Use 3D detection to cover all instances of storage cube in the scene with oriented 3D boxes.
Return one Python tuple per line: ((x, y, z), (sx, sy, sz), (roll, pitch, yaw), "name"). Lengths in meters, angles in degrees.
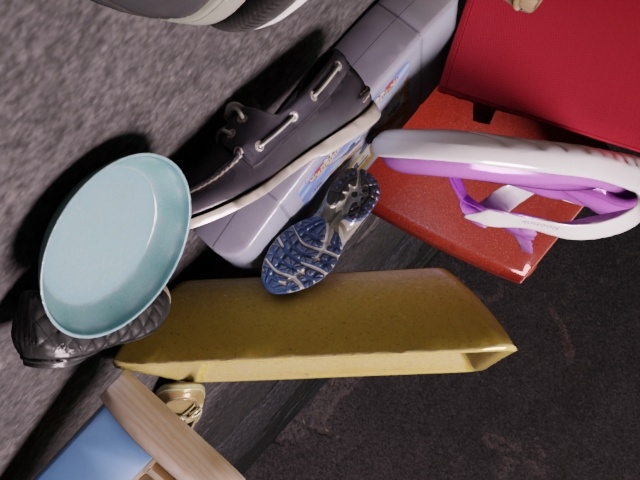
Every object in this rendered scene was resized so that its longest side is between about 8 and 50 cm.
((0.238, -0.195, 0.891), (0.184, 0.193, 0.215), (-23, 131, -74), "storage cube")

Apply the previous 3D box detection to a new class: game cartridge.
((0.015, -0.094, 0.842), (0.297, 0.062, 0.198), (-50, 174, -3), "game cartridge")

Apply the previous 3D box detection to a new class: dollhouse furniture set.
((-0.168, 0.288, 0.680), (0.198, 0.286, 0.303), (-46, -177, 18), "dollhouse furniture set")

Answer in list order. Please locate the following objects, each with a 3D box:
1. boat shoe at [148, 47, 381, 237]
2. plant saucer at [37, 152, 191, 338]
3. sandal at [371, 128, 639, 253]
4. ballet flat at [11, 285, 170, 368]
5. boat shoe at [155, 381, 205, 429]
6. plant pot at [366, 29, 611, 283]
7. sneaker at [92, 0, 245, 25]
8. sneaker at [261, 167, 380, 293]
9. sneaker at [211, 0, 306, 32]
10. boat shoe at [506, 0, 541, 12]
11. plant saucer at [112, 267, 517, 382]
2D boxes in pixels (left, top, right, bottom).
((-0.049, -0.070, 0.675), (0.206, 0.065, 0.075), (-33, -161, -27), "boat shoe")
((-0.125, 0.000, 0.573), (0.119, 0.021, 0.119), (-41, 145, -38), "plant saucer")
((0.227, -0.036, 0.918), (0.416, 0.169, 0.102), (6, 91, -37), "sandal")
((-0.144, 0.043, 0.643), (0.173, 0.057, 0.049), (-30, 125, -73), "ballet flat")
((-0.160, 0.198, 1.074), (0.056, 0.048, 0.153), (3, 151, -19), "boat shoe")
((0.214, -0.090, 1.194), (0.267, 0.236, 0.267), (-53, 169, 8), "plant pot")
((-0.037, -0.168, 0.274), (0.118, 0.083, 0.222), (-7, 128, -54), "sneaker")
((0.000, 0.000, 0.828), (0.135, 0.052, 0.058), (-45, 175, -19), "sneaker")
((0.053, -0.203, 0.395), (0.281, 0.106, 0.162), (-24, -161, 36), "sneaker")
((0.172, -0.235, 0.633), (0.121, 0.110, 0.341), (-55, -174, -2), "boat shoe")
((0.003, 0.087, 0.935), (0.333, 0.333, 0.081), (69, 18, -78), "plant saucer")
